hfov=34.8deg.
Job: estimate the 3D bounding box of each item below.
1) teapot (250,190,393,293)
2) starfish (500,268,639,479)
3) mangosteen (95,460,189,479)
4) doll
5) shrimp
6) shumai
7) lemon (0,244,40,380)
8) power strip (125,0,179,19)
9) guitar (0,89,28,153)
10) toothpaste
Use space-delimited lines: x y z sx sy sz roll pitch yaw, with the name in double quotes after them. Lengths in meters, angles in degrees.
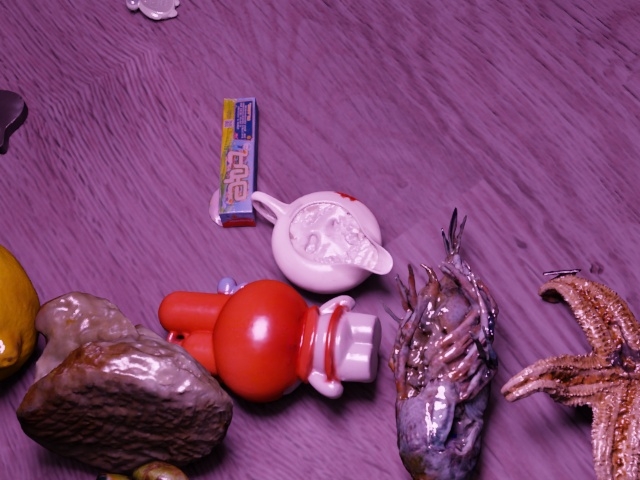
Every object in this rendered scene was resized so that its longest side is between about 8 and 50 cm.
0.000 0.000 1.364 0.226 0.092 0.145 27 66 18 "teapot"
0.360 0.155 1.243 0.312 0.113 0.303 -19 65 -14 "starfish"
-0.219 0.359 1.145 0.243 0.243 0.242 -2 63 5 "mangosteen"
-0.072 0.125 1.289 0.290 0.130 0.161 3 68 14 "doll"
0.164 0.119 1.244 0.137 0.172 0.372 12 69 -36 "shrimp"
-0.230 0.154 1.256 0.272 0.222 0.203 6 49 5 "shumai"
-0.460 0.085 1.321 0.184 0.184 0.248 -33 54 -11 "lemon"
-0.267 -0.371 1.620 0.083 0.035 0.055 8 64 -5 "power strip"
-0.507 -0.125 1.518 0.088 0.025 0.233 8 64 9 "guitar"
-0.126 -0.114 1.461 0.070 0.044 0.193 -2 63 4 "toothpaste"
